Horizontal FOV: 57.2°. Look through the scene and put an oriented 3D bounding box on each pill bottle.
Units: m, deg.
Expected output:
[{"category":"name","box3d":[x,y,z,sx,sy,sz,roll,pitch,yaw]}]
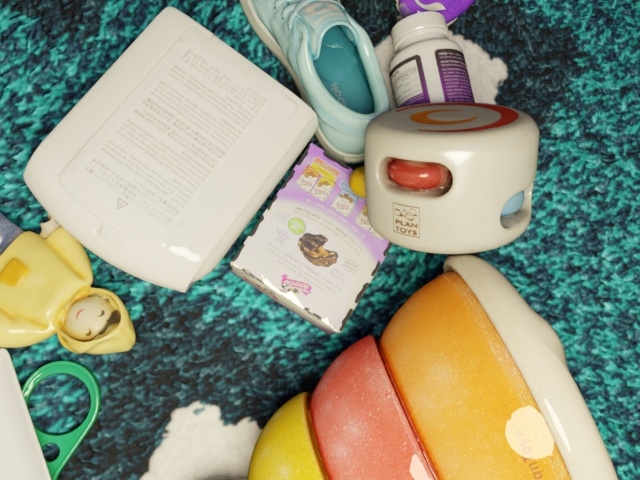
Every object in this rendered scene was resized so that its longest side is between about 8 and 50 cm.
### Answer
[{"category":"pill bottle","box3d":[0.157,-0.215,0.831,0.108,0.108,0.193,-8,81,-12]}]

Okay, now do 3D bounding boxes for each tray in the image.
[{"category":"tray","box3d":[-0.378,0.272,0.654,0.145,0.030,0.270,-21,82,-13]}]

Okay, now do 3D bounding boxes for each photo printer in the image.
[{"category":"photo printer","box3d":[-0.186,-0.106,0.743,0.256,0.107,0.307,35,73,-4]}]

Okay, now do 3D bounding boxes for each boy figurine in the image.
[{"category":"boy figurine","box3d":[-0.349,0.052,0.689,0.285,0.092,0.177,36,60,0]}]

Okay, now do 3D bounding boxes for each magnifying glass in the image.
[{"category":"magnifying glass","box3d":[-0.320,0.259,0.694,0.092,0.026,0.230,8,76,-9]}]

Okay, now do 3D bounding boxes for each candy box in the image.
[{"category":"candy box","box3d":[0.000,0.000,0.779,0.165,0.070,0.196,34,74,-3]}]

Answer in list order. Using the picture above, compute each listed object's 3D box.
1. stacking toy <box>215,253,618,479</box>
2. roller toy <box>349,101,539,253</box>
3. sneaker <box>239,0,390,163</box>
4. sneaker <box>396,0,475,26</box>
[{"category":"stacking toy","box3d":[0.039,0.252,0.659,0.480,0.350,0.350,-23,84,3]},{"category":"roller toy","box3d":[0.145,-0.072,0.682,0.210,0.191,0.146,-6,114,-5]},{"category":"sneaker","box3d":[0.000,-0.290,0.795,0.135,0.150,0.365,-29,86,-15]},{"category":"sneaker","box3d":[0.239,-0.427,0.868,0.293,0.146,0.102,-38,89,-16]}]
